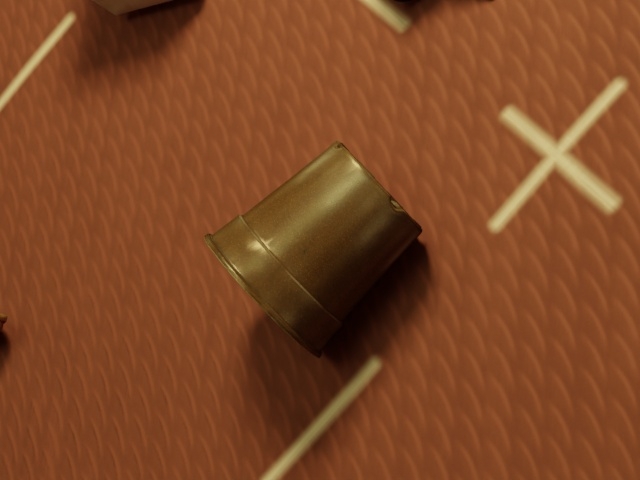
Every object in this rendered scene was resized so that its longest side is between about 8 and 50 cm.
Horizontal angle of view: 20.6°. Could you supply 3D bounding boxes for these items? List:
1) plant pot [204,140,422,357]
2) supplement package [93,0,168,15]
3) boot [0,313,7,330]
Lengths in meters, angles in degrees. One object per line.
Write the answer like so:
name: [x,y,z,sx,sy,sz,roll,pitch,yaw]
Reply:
plant pot: [0.000,0.000,1.743,0.165,0.167,0.167,-44,51,3]
supplement package: [-0.220,-0.412,2.073,0.134,0.139,0.244,-9,65,33]
boot: [-0.437,0.160,2.042,0.197,0.073,0.152,-20,57,42]
